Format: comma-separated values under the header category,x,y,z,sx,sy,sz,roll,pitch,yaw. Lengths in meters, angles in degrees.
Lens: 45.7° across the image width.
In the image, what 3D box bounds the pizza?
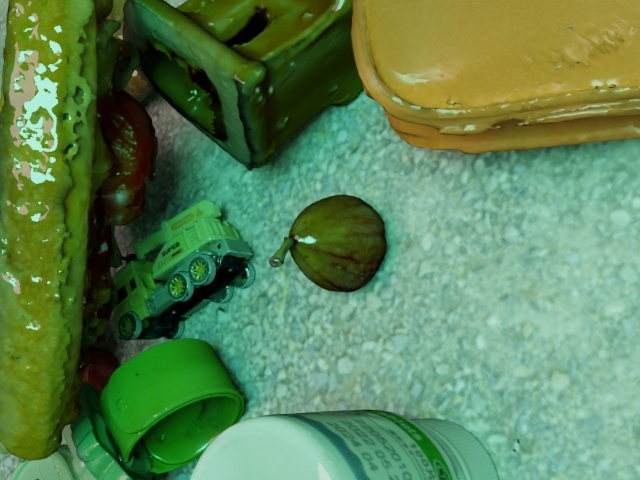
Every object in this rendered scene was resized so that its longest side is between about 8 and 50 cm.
category,x,y,z,sx,sy,sz,roll,pitch,yaw
pizza,-0.222,-0.055,0.727,0.406,0.130,0.440,-118,37,-74

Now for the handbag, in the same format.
category,x,y,z,sx,sy,sz,roll,pitch,yaw
handbag,0.224,-0.218,0.489,0.410,0.116,0.304,-3,81,19

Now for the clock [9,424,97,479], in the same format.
category,x,y,z,sx,sy,sz,roll,pitch,yaw
clock,-0.280,0.289,0.818,0.191,0.062,0.151,-48,57,16

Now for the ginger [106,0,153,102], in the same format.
category,x,y,z,sx,sy,sz,roll,pitch,yaw
ginger,-0.243,-0.248,0.916,0.148,0.081,0.334,-3,78,51

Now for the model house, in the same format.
category,x,y,z,sx,sy,sz,roll,pitch,yaw
model house,-0.047,-0.210,0.710,0.239,0.173,0.268,-40,57,-13

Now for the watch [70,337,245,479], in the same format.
category,x,y,z,sx,sy,sz,roll,pitch,yaw
watch,-0.152,0.170,0.747,0.152,0.165,0.131,-38,58,-4

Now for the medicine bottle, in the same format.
category,x,y,z,sx,sy,sz,roll,pitch,yaw
medicine bottle,0.030,0.187,0.534,0.139,0.237,0.139,-7,78,35

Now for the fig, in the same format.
category,x,y,z,sx,sy,sz,roll,pitch,yaw
fig,0.000,0.000,0.661,0.089,0.125,0.089,-4,84,37

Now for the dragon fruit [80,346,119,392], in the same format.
category,x,y,z,sx,sy,sz,roll,pitch,yaw
dragon fruit,-0.273,0.151,0.870,0.083,0.056,0.060,-15,74,34

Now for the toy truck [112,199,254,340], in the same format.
category,x,y,z,sx,sy,sz,roll,pitch,yaw
toy truck,-0.150,0.032,0.793,0.169,0.077,0.100,-36,65,27
